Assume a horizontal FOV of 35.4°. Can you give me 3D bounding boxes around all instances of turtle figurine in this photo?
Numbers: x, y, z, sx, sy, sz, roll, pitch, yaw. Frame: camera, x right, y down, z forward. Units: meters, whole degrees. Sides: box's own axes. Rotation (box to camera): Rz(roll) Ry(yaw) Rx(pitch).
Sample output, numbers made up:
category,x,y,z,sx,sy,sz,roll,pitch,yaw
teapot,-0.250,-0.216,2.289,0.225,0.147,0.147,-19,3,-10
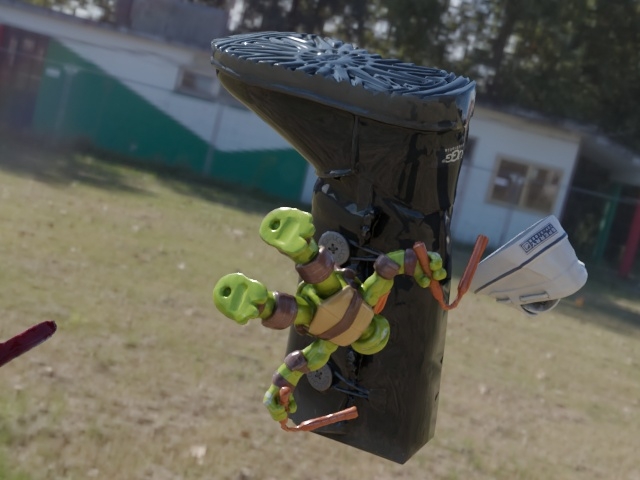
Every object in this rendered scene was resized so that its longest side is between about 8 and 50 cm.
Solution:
category,x,y,z,sx,sy,sz,roll,pitch,yaw
turtle figurine,0.015,0.050,0.915,0.217,0.269,0.087,39,11,-48

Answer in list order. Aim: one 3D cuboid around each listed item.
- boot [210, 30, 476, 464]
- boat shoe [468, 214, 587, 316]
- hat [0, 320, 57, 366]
category,x,y,z,sx,sy,sz,roll,pitch,yaw
boot,0.001,0.001,1.193,0.146,0.444,0.367,-20,33,-39
boat shoe,0.217,0.042,1.074,0.084,0.095,0.258,54,-2,6
hat,-0.273,0.147,0.688,0.173,0.208,0.183,34,-2,43
